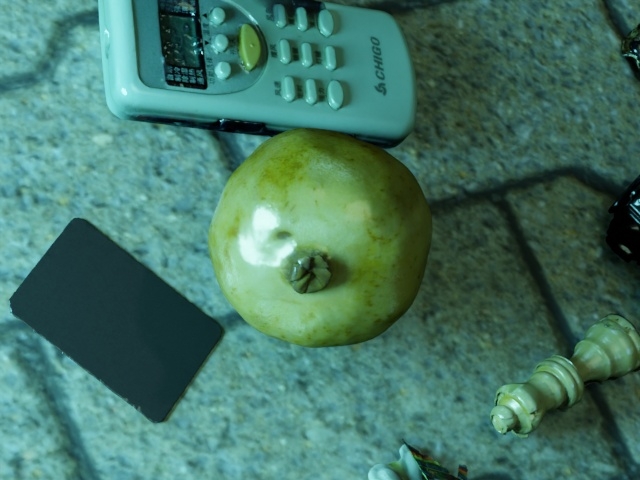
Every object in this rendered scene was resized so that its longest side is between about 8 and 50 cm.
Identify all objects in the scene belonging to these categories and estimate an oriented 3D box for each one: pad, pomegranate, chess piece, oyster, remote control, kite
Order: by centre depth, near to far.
[{"bbox_3d":[-0.164,0.063,1.485,0.157,0.003,0.112,39,53,-7],"label":"pad"},{"bbox_3d":[0.000,0.000,1.497,0.196,0.196,0.196,12,61,-23],"label":"pomegranate"},{"bbox_3d":[0.113,0.201,1.513,0.122,0.004,0.090,29,17,10],"label":"kite"},{"bbox_3d":[-0.049,-0.155,1.625,0.296,0.056,0.140,5,66,-26],"label":"remote control"},{"bbox_3d":[0.215,0.126,1.634,0.172,0.060,0.060,-28,82,-33],"label":"chess piece"},{"bbox_3d":[0.358,-0.212,1.895,0.086,0.029,0.132,29,57,-13],"label":"oyster"}]

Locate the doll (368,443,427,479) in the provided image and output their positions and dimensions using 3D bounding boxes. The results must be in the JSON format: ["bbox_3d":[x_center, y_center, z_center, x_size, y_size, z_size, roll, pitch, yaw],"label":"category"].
[{"bbox_3d":[0.164,0.333,1.448,0.423,0.161,0.348,30,33,-12],"label":"doll"}]

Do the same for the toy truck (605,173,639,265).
[{"bbox_3d":[0.395,0.027,1.716,0.127,0.127,0.257,-2,46,-54],"label":"toy truck"}]
